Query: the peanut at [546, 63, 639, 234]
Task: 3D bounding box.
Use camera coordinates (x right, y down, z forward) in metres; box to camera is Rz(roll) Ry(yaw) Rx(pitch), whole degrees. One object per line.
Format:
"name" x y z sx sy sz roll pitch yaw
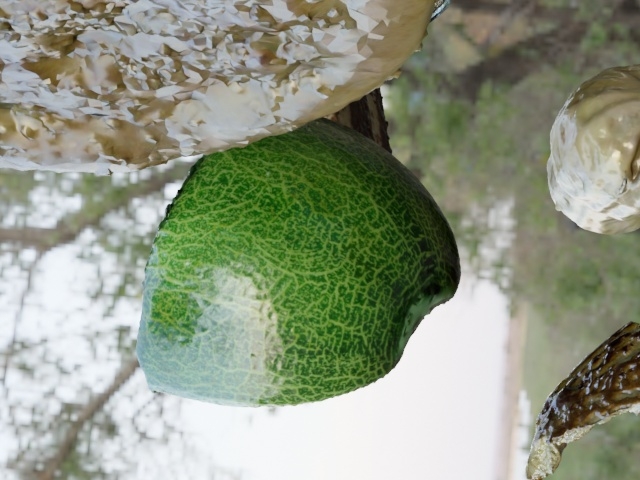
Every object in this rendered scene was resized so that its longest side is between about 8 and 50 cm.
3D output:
"peanut" 0.282 -0.079 1.353 0.313 0.149 0.149 50 -135 -78

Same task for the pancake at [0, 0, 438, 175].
"pancake" -0.129 -0.120 0.684 0.382 0.382 0.071 73 -163 -70

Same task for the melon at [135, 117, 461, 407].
"melon" 0.000 0.000 1.016 0.265 0.169 0.129 -49 -34 -35

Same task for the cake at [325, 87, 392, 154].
"cake" 0.028 -0.089 1.264 0.112 0.135 0.246 40 -113 -56

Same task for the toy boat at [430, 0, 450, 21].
"toy boat" 0.093 -0.230 1.454 0.038 0.083 0.038 56 -176 -5

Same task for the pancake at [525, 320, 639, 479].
"pancake" 0.371 0.186 1.844 0.056 0.257 0.212 51 -152 -15
